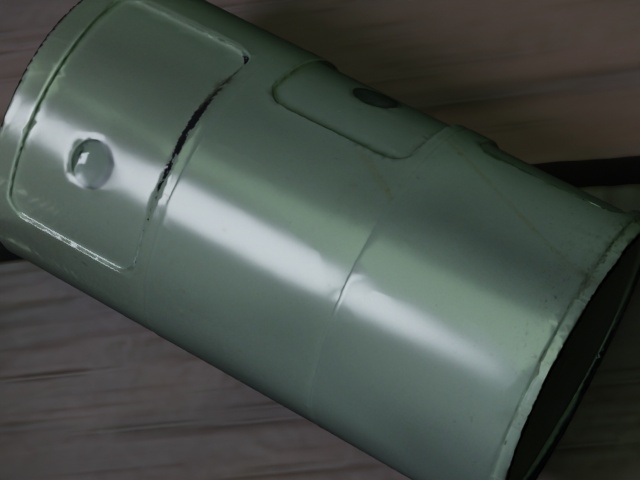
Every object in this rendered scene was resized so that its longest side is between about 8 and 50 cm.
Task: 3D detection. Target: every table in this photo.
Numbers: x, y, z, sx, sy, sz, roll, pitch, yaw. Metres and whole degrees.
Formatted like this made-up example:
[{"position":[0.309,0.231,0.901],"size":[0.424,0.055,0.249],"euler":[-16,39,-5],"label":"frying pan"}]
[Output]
[{"position":[0.000,0.000,0.672],"size":[0.220,0.126,0.126],"euler":[27,84,17],"label":"table"}]
